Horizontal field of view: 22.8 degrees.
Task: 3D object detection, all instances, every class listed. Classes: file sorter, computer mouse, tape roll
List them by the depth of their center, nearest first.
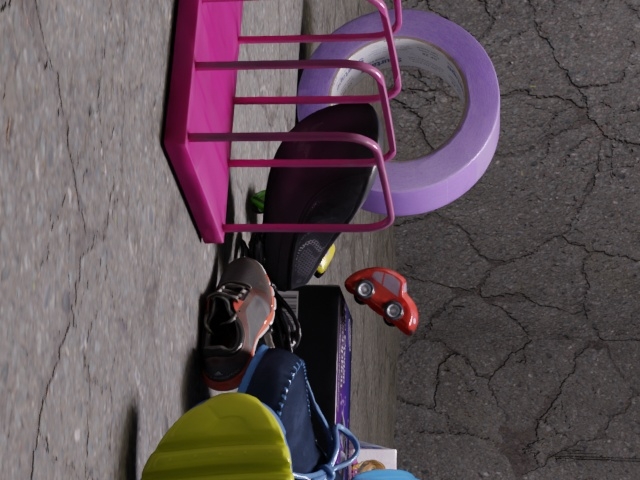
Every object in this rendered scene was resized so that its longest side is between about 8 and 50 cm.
[{"bbox_3d":[-0.022,-0.169,1.419,0.202,0.182,0.291,76,16,-65],"label":"file sorter"},{"bbox_3d":[-0.026,-0.025,1.564,0.272,0.072,0.188,-60,-152,32],"label":"computer mouse"},{"bbox_3d":[0.108,-0.176,2.172,0.090,0.274,0.275,75,16,-68],"label":"tape roll"}]

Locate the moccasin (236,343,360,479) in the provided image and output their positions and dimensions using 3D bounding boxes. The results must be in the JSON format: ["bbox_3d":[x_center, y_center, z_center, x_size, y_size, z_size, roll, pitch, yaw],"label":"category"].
[{"bbox_3d":[-0.022,0.231,1.512,0.342,0.116,0.138,90,25,-47],"label":"moccasin"}]

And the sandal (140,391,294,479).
[{"bbox_3d":[-0.087,0.273,1.205,0.138,0.126,0.317,68,31,-83],"label":"sandal"}]

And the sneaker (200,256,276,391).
[{"bbox_3d":[-0.080,0.065,1.483,0.158,0.061,0.065,-84,165,-45],"label":"sneaker"}]

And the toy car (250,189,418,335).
[{"bbox_3d":[0.000,0.000,1.804,0.053,0.239,0.225,-52,138,-9],"label":"toy car"}]

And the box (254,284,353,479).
[{"bbox_3d":[-0.020,0.198,1.848,0.184,0.103,0.261,77,14,-75],"label":"box"}]

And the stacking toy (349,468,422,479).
[{"bbox_3d":[0.044,0.444,1.999,0.302,0.175,0.166,-54,-129,26],"label":"stacking toy"}]

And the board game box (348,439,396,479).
[{"bbox_3d":[0.043,0.442,2.226,0.318,0.066,0.319,151,-60,-79],"label":"board game box"}]
